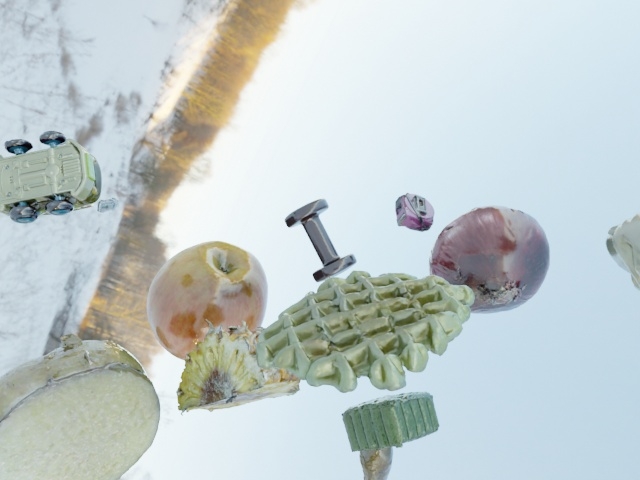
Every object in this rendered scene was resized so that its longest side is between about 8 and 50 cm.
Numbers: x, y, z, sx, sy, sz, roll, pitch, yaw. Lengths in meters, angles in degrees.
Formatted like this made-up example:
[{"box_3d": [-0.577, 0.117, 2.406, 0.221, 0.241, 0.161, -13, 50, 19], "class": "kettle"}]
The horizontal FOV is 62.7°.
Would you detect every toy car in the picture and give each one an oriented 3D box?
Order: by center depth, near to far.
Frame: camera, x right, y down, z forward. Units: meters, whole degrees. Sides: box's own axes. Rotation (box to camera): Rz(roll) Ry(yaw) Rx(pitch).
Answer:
[{"box_3d": [-0.657, -0.134, 1.294, 0.198, 0.248, 0.204, 82, -4, -78], "class": "toy car"}, {"box_3d": [-0.697, -0.116, 1.730, 0.093, 0.025, 0.041, -30, 141, -66], "class": "toy car"}]

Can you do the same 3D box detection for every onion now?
[{"box_3d": [0.482, 0.081, 1.462, 0.347, 0.348, 0.285, -56, -162, 29], "class": "onion"}]

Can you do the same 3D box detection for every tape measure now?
[{"box_3d": [0.285, -0.083, 1.585, 0.074, 0.118, 0.125, 124, -30, -43], "class": "tape measure"}]

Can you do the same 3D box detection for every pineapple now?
[{"box_3d": [-0.178, 0.307, 1.354, 0.344, 0.286, 0.209, -26, -113, 31], "class": "pineapple"}]

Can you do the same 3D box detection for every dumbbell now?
[{"box_3d": [0.000, 0.000, 1.522, 0.124, 0.225, 0.140, -25, 177, -34], "class": "dumbbell"}]

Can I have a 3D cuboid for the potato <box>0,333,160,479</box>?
[{"box_3d": [-0.673, 0.429, 1.324, 0.319, 0.442, 0.385, 24, -48, 42], "class": "potato"}]

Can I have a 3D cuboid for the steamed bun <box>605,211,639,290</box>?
[{"box_3d": [0.689, 0.020, 0.902, 0.324, 0.310, 0.219, -22, -101, 26], "class": "steamed bun"}]

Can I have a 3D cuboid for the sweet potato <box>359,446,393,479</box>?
[{"box_3d": [0.211, 0.843, 1.984, 0.130, 0.131, 0.422, -88, 174, -51], "class": "sweet potato"}]

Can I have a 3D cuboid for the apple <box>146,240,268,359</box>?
[{"box_3d": [-0.357, 0.189, 1.717, 0.391, 0.392, 0.346, -96, -158, -58], "class": "apple"}]

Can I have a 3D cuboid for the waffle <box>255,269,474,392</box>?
[{"box_3d": [0.062, 0.118, 0.782, 0.292, 0.056, 0.309, 3, -156, 36], "class": "waffle"}]

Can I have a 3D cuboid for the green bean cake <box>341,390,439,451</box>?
[{"box_3d": [0.233, 0.595, 1.743, 0.247, 0.250, 0.156, -30, -111, 43], "class": "green bean cake"}]
